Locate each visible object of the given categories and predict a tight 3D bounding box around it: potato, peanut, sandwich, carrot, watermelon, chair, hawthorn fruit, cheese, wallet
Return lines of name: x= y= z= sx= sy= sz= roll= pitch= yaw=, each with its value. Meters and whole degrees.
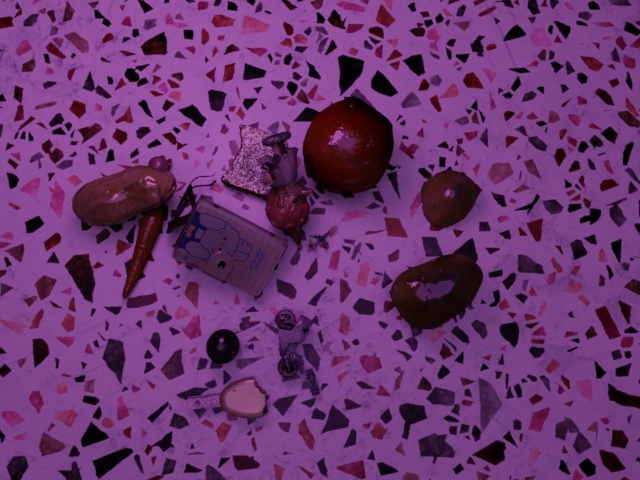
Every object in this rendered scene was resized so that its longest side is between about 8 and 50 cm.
potato: x=0.375 y=0.157 z=1.732 sx=0.307 sy=0.173 sz=0.210 roll=-29 pitch=82 yaw=-3
peanut: x=-0.623 y=-0.148 z=1.731 sx=0.339 sy=0.174 sz=0.158 roll=-26 pitch=105 yaw=-2
potato: x=0.435 y=-0.149 z=1.809 sx=0.202 sy=0.117 sz=0.182 roll=-37 pitch=88 yaw=-7
sandwich: x=-0.217 y=-0.260 z=1.823 sx=0.186 sy=0.065 sz=0.215 roll=21 pitch=83 yaw=1
carrot: x=-0.577 y=0.031 z=1.772 sx=0.069 sy=0.069 sz=0.336 roll=16 pitch=85 yaw=0
watermelon: x=-0.299 y=0.325 z=1.715 sx=0.133 sy=0.105 sz=0.105 roll=-45 pitch=86 yaw=-6
chair: x=-0.412 y=-0.110 z=1.744 sx=0.213 sy=0.174 sz=0.149 roll=-18 pitch=113 yaw=-3
hawthorn fruit: x=0.089 y=-0.303 z=1.735 sx=0.315 sy=0.316 sz=0.316 roll=0 pitch=82 yaw=-2
cheese: x=-0.293 y=0.499 z=1.718 sx=0.255 sy=0.050 sz=0.127 roll=-3 pitch=82 yaw=-3
wallet: x=-0.283 y=0.020 z=1.706 sx=0.309 sy=0.077 sz=0.223 roll=27 pitch=103 yaw=-19

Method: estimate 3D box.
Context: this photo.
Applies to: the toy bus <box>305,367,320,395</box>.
toy bus: x=-0.026 y=0.452 z=1.742 sx=0.031 sy=0.037 sz=0.083 roll=-16 pitch=84 yaw=-5

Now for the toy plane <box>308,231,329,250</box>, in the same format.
toy plane: x=-0.001 y=0.000 z=1.814 sx=0.078 sy=0.024 sz=0.084 roll=40 pitch=82 yaw=22

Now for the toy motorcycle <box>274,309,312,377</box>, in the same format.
toy motorcycle: x=-0.082 y=0.327 z=1.741 sx=0.122 sy=0.080 sz=0.216 roll=-3 pitch=87 yaw=0

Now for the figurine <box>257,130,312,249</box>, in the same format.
figurine: x=-0.102 y=-0.143 z=1.722 sx=0.166 sy=0.207 sz=0.387 roll=-7 pitch=107 yaw=14

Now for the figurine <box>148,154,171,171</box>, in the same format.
figurine: x=-0.536 y=-0.248 z=1.809 sx=0.071 sy=0.067 sz=0.083 roll=15 pitch=64 yaw=-20
